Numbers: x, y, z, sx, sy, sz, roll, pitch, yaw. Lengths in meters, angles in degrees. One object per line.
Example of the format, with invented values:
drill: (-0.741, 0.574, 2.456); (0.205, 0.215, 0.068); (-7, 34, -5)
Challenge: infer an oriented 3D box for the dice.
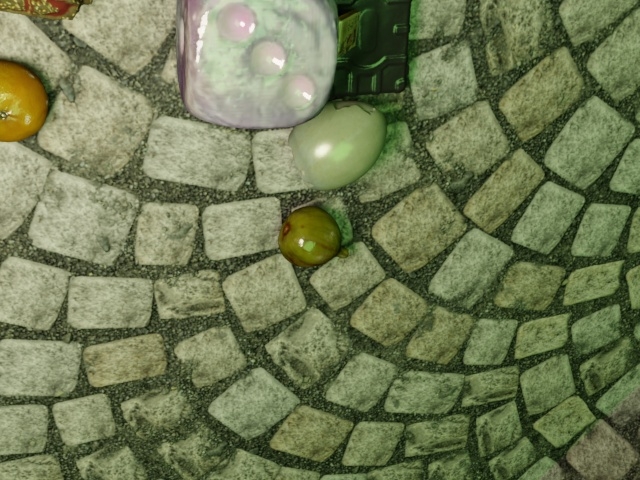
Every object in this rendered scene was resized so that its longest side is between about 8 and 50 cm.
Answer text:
dice: (-0.127, -0.375, 1.361); (0.271, 0.270, 0.270); (-2, 120, -16)

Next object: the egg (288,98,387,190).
egg: (0.044, -0.213, 1.565); (0.217, 0.183, 0.183); (-23, 124, 6)

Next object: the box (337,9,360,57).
box: (0.048, -0.403, 1.408); (0.020, 0.149, 0.073); (13, 118, 12)

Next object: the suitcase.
suitcase: (0.091, -0.446, 1.517); (0.206, 0.066, 0.285); (-7, 121, -14)

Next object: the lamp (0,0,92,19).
lamp: (-0.525, -0.477, 1.239); (0.274, 0.177, 0.177); (4, 118, -22)

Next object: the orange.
orange: (-0.595, -0.260, 1.362); (0.156, 0.124, 0.156); (-6, 119, -11)

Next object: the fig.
fig: (-0.009, 0.009, 1.702); (0.186, 0.148, 0.142); (33, 61, -16)
